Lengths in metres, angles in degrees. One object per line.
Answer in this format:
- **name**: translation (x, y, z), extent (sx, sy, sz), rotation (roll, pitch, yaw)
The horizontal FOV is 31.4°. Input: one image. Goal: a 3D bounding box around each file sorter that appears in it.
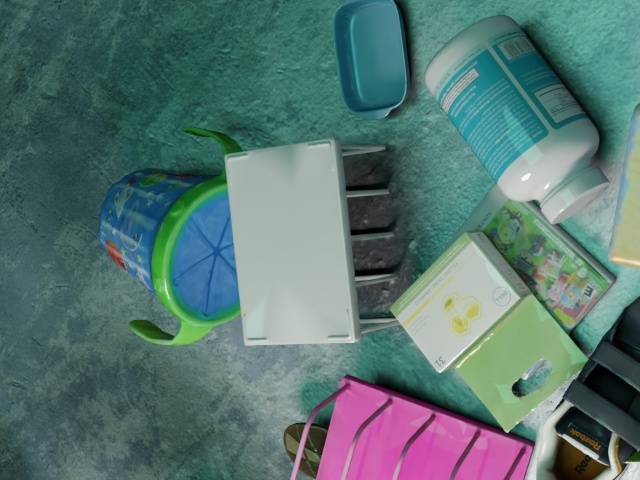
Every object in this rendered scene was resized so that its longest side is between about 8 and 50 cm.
- **file sorter**: translation (0.000, 0.000, 1.655), extent (0.193, 0.173, 0.278), rotation (-5, 92, 34)
- **file sorter**: translation (0.115, 0.347, 1.577), extent (0.290, 0.182, 0.202), rotation (18, 105, 17)

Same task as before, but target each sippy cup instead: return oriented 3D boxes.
- **sippy cup**: translation (-0.222, -0.010, 1.783), extent (0.224, 0.240, 0.305), rotation (23, 64, 40)

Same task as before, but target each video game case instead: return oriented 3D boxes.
- **video game case**: translation (0.269, 0.052, 1.575), extent (0.212, 0.023, 0.193), rotation (46, 117, 21)

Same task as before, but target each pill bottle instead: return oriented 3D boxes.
- **pill bottle**: translation (0.262, -0.153, 1.485), extent (0.146, 0.146, 0.264), rotation (-41, 73, 29)

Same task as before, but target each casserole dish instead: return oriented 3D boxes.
- **casserole dish**: translation (0.078, -0.270, 1.658), extent (0.114, 0.037, 0.188), rotation (-7, 92, 33)

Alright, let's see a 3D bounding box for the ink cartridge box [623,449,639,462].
- **ink cartridge box**: translation (0.499, 0.191, 1.340), extent (0.255, 0.189, 0.097), rotation (-11, 90, 34)

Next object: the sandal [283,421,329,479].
- **sandal**: translation (0.051, 0.317, 1.729), extent (0.219, 0.060, 0.090), rotation (-2, 98, 19)

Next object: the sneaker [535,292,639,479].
- **sneaker**: translation (0.380, 0.209, 1.458), extent (0.126, 0.127, 0.321), rotation (31, 110, 31)

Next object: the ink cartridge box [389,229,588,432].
- **ink cartridge box**: translation (0.227, 0.127, 1.564), extent (0.171, 0.056, 0.235), rotation (-47, 67, 27)

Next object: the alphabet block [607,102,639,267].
- **alphabet block**: translation (0.474, -0.055, 1.333), extent (0.197, 0.192, 0.193), rotation (14, 104, 32)
